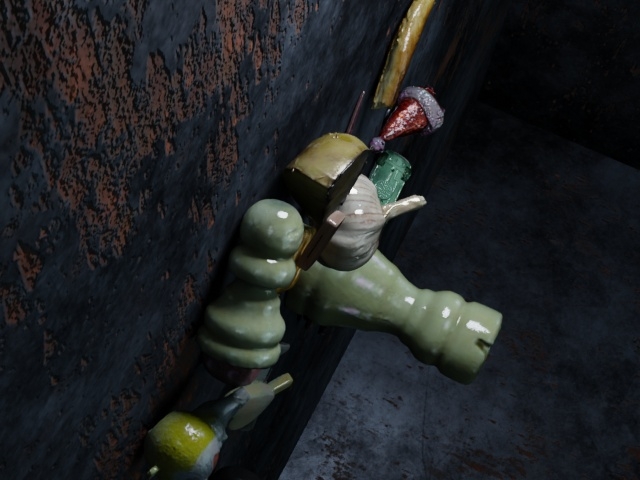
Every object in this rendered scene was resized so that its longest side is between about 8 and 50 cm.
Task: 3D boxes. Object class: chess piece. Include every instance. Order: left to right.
[{"bbox_3d":[-0.092,0.057,1.336,0.133,0.133,0.243,-32,141,-73],"label":"chess piece"},{"bbox_3d":[0.163,0.142,1.938,0.234,0.442,0.234,-60,169,-19],"label":"chess piece"}]

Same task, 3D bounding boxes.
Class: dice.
[{"bbox_3d":[-0.135,0.177,1.475,0.094,0.091,0.093,-50,163,-60],"label":"dice"}]

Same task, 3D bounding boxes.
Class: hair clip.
[{"bbox_3d":[-0.128,0.289,1.800,0.159,0.071,0.218,9,114,-48],"label":"hair clip"}]

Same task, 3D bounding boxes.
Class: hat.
[{"bbox_3d":[0.188,-0.270,2.118,0.227,0.129,0.140,-40,176,-28],"label":"hat"}]

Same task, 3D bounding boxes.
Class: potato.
[{"bbox_3d":[0.011,-0.121,1.444,0.138,0.098,0.243,-53,174,-12],"label":"potato"}]

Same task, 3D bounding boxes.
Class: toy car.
[{"bbox_3d":[0.144,-0.119,2.238,0.224,0.090,0.076,-63,-163,-15],"label":"toy car"}]

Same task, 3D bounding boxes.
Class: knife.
[{"bbox_3d":[0.045,-0.182,1.769,0.035,0.018,0.247,-40,151,-61],"label":"knife"}]

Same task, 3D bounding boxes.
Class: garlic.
[{"bbox_3d":[0.089,-0.046,1.667,0.199,0.226,0.199,172,-90,-74],"label":"garlic"}]

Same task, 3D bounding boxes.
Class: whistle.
[{"bbox_3d":[-0.182,0.305,1.383,0.223,0.123,0.123,-33,150,-44],"label":"whistle"}]

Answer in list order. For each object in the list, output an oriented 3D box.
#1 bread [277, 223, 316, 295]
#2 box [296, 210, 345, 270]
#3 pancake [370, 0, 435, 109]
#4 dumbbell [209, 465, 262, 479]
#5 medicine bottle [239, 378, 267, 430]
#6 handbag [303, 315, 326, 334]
[{"bbox_3d":[-0.066,0.024,1.525,0.125,0.068,0.188,-66,170,3],"label":"bread"},{"bbox_3d":[0.000,0.000,1.473,0.115,0.025,0.048,-56,176,35],"label":"box"},{"bbox_3d":[0.172,-0.370,1.839,0.266,0.057,0.244,-64,171,-9],"label":"pancake"},{"bbox_3d":[-0.218,0.621,1.972,0.218,0.152,0.152,-49,162,-58],"label":"dumbbell"},{"bbox_3d":[-0.146,0.321,1.884,0.057,0.057,0.199,-53,166,-50],"label":"medicine bottle"},{"bbox_3d":[0.026,0.114,2.187,0.216,0.074,0.203,113,2,-72],"label":"handbag"}]
